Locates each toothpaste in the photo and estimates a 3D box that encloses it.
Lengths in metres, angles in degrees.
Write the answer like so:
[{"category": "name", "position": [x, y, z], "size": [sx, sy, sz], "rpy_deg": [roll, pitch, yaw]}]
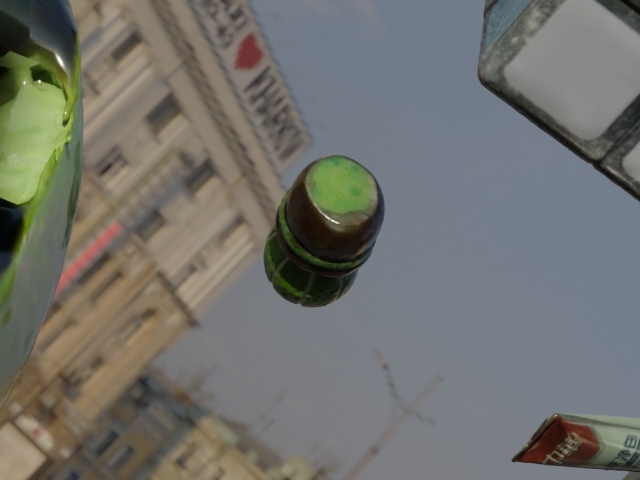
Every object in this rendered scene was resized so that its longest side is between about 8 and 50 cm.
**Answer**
[{"category": "toothpaste", "position": [0.252, 0.154, 1.122], "size": [0.062, 0.239, 0.039], "rpy_deg": [-56, -144, 42]}]

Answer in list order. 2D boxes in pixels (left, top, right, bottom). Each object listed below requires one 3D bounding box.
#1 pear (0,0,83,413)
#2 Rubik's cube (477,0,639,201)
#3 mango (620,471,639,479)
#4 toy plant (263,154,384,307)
[{"category": "pear", "position": [-0.245, 0.032, 0.539], "size": [0.399, 0.399, 0.165], "rpy_deg": [30, -28, 44]}, {"category": "Rubik's cube", "position": [0.313, -0.181, 1.011], "size": [0.304, 0.301, 0.305], "rpy_deg": [37, 27, -10]}, {"category": "mango", "position": [0.318, 0.346, 1.551], "size": [0.142, 0.331, 0.195], "rpy_deg": [37, -36, 4]}, {"category": "toy plant", "position": [0.000, 0.000, 1.323], "size": [0.093, 0.093, 0.162], "rpy_deg": [41, -34, 13]}]
